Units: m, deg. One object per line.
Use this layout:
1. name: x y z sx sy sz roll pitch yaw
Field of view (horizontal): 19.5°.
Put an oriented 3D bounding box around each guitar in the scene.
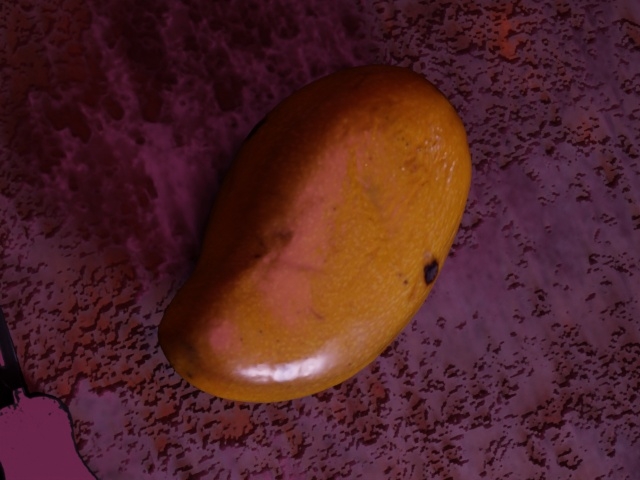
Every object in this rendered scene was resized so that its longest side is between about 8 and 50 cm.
1. guitar: -0.219 0.095 1.310 0.084 0.038 0.271 -17 86 -21

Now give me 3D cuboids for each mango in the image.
1. mango: -0.002 -0.001 1.355 0.177 0.120 0.295 42 73 -15
